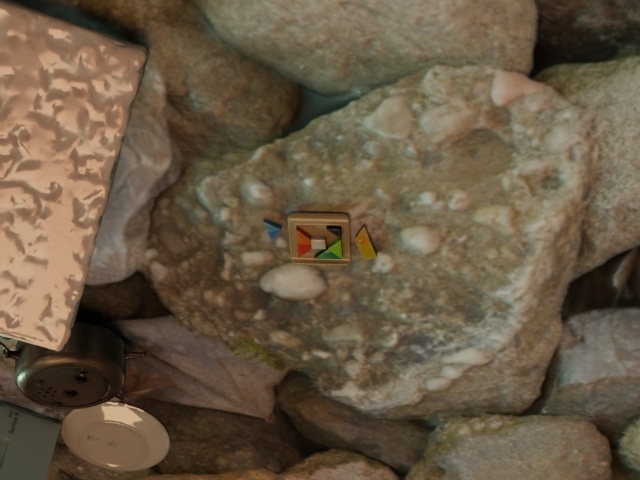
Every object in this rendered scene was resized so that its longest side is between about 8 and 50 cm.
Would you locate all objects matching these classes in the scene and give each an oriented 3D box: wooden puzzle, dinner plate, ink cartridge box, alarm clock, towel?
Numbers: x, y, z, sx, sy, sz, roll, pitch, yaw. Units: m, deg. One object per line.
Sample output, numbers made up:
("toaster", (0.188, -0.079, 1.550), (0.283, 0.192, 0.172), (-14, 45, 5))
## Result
("wooden puzzle", (0.000, 0.000, 1.516), (0.116, 0.014, 0.079), (-4, 132, 10))
("dinner plate", (-0.264, 0.257, 1.784), (0.141, 0.017, 0.141), (4, 132, 4))
("ink cartridge box", (-0.418, 0.334, 1.775), (0.093, 0.154, 0.212), (20, 132, -14))
("alarm clock", (-0.312, 0.147, 1.631), (0.192, 0.064, 0.129), (16, 140, -23))
("towel", (-0.358, -0.084, 1.356), (0.316, 0.053, 0.332), (16, 102, -10))

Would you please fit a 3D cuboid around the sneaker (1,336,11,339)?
("sneaker", (-0.384, 0.004, 1.506), (0.146, 0.105, 0.296), (4, 138, -3))
